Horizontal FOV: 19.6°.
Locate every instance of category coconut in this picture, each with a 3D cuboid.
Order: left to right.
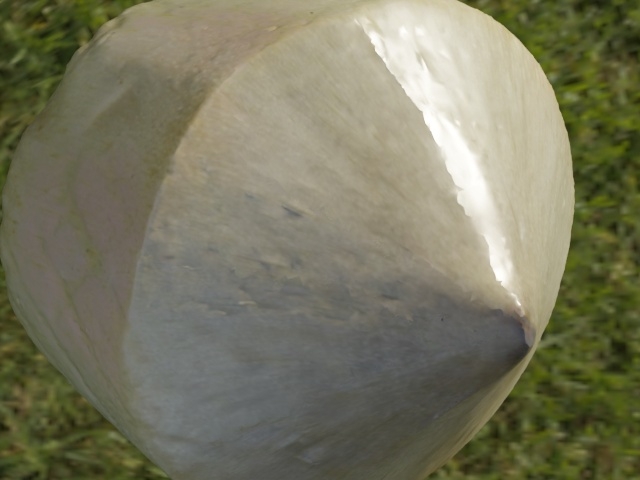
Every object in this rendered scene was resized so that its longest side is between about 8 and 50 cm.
[{"bbox_3d":[0.000,0.000,0.977,0.329,0.329,0.329,2,85,-26],"label":"coconut"}]
